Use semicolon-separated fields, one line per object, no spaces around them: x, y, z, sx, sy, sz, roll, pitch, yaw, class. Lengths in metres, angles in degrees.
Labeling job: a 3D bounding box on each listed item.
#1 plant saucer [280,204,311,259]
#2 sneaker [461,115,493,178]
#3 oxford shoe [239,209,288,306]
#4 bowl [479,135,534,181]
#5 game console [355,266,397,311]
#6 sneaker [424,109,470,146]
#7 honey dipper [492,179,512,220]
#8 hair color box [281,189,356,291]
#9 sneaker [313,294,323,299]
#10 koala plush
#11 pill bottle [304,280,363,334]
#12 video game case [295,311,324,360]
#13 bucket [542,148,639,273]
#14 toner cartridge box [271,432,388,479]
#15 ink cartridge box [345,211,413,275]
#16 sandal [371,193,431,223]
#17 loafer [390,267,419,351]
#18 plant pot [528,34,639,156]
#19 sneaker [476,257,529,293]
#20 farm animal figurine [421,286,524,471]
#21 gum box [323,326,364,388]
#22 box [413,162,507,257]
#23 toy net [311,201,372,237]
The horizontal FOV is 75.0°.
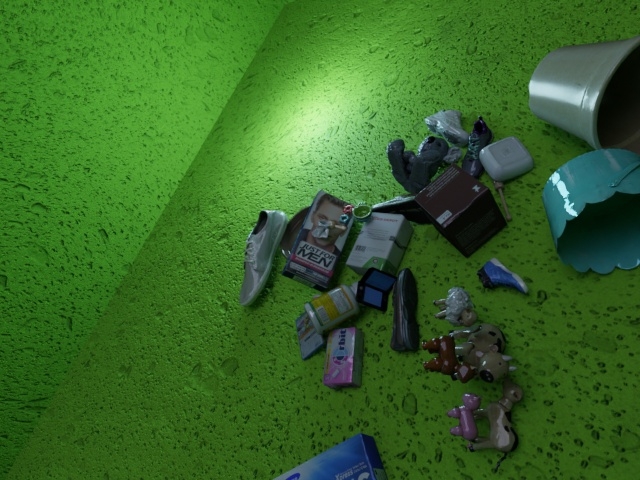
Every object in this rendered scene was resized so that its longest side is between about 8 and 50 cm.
-0.053;-0.027;1.767;0.278;0.041;0.278;-22;50;28;plant saucer
0.528;-0.317;1.442;0.083;0.098;0.224;4;64;42;sneaker
-0.274;0.063;1.796;0.169;0.130;0.449;-6;62;55;oxford shoe
0.600;-0.271;1.347;0.142;0.053;0.142;-22;59;6;bowl
0.187;0.161;1.361;0.071;0.122;0.107;-35;38;55;game console
0.495;-0.439;1.566;0.115;0.090;0.232;-40;44;5;sneaker
0.578;-0.130;1.320;0.030;0.030;0.161;-21;51;28;honey dipper
0.000;0.000;1.591;0.105;0.173;0.347;130;163;-70;hair color box
0.017;0.241;1.511;0.134;0.051;0.070;7;61;38;sneaker
0.384;-0.300;1.522;0.221;0.203;0.196;-41;48;-22;koala plush
0.059;0.220;1.410;0.208;0.118;0.117;-27;43;-8;pill bottle
-0.040;0.328;1.500;0.119;0.015;0.166;-46;40;30;video game case
0.693;-0.073;1.012;0.281;0.281;0.183;-21;42;28;bucket
0.017;0.700;1.172;0.348;0.075;0.165;-36;43;15;toner cartridge box
0.211;0.019;1.473;0.160;0.092;0.219;11;68;44;ink cartridge box
0.312;-0.124;1.481;0.302;0.120;0.086;0;48;40;sandal
0.251;0.214;1.309;0.084;0.096;0.268;-21;52;36;loafer
0.781;-0.423;1.175;0.334;0.334;0.305;-44;32;7;plant pot
0.508;0.118;1.180;0.084;0.058;0.152;-39;39;4;sneaker
0.402;0.317;1.022;0.172;0.330;0.327;-20;22;31;farm animal figurine
0.076;0.385;1.351;0.107;0.062;0.188;-15;53;32;gum box
0.432;-0.090;1.286;0.168;0.203;0.167;-41;43;9;box
0.070;-0.083;1.521;0.232;0.045;0.122;-19;46;2;toy net
